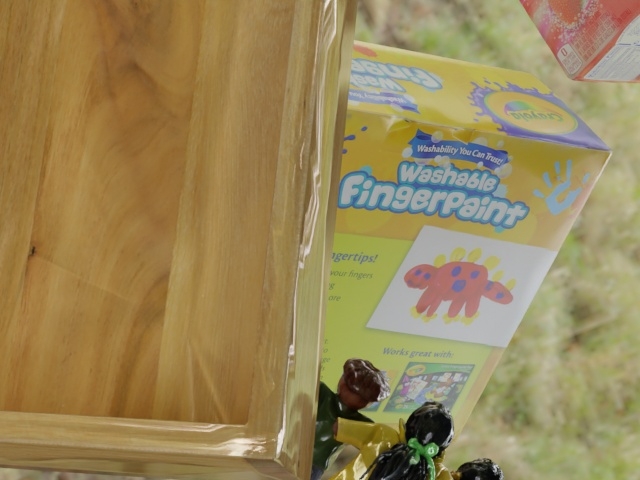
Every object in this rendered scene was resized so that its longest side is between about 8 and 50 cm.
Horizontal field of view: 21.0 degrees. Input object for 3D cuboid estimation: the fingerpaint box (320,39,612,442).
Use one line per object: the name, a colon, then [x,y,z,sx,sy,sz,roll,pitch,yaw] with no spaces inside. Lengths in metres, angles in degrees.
fingerpaint box: [0.000,0.000,1.656,0.445,0.371,0.163,5,32,-35]

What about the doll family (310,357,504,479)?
doll family: [0.056,0.135,0.864,0.193,0.111,0.076,36,12,-16]

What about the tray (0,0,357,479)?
tray: [-0.088,-0.103,0.782,0.076,0.203,0.410,58,36,-68]

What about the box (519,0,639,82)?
box: [0.327,-0.289,1.559,0.154,0.300,0.142,-4,56,-42]
